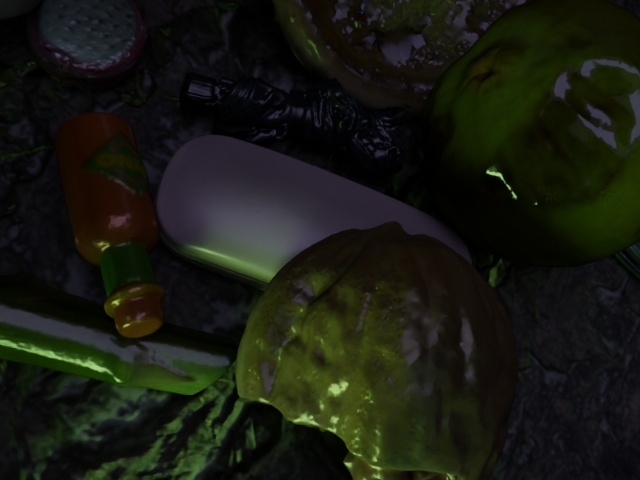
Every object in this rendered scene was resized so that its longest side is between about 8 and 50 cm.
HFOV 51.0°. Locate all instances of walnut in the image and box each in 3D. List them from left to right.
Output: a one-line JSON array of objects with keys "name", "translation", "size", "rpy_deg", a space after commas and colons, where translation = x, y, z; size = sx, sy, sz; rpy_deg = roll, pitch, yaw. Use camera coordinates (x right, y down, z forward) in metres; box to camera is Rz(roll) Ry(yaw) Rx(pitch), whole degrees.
[{"name": "walnut", "translation": [0.067, 0.101, 0.510], "size": [0.238, 0.141, 0.204], "rpy_deg": [45, 85, -14]}]

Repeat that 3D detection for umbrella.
[{"name": "umbrella", "translation": [-0.020, -0.121, 0.637], "size": [0.224, 0.071, 0.080], "rpy_deg": [11, 63, -15]}]

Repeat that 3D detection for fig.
[{"name": "fig", "translation": [0.230, -0.086, 0.631], "size": [0.271, 0.239, 0.239], "rpy_deg": [25, 62, -38]}]

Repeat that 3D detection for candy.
[{"name": "candy", "translation": [-0.210, -0.186, 0.605], "size": [0.103, 0.043, 0.103], "rpy_deg": [6, 72, -17]}]

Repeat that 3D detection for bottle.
[{"name": "bottle", "translation": [-0.160, -0.012, 0.526], "size": [0.069, 0.069, 0.187], "rpy_deg": [-11, 62, -23]}]

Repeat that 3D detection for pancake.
[{"name": "pancake", "translation": [0.092, -0.299, 0.685], "size": [0.356, 0.065, 0.356], "rpy_deg": [-3, 98, -19]}]

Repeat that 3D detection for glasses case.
[{"name": "glasses case", "translation": [0.000, 0.000, 0.599], "size": [0.297, 0.075, 0.113], "rpy_deg": [21, 67, -13]}]

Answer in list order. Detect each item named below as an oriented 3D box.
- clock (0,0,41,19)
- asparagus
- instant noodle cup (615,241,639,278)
[{"name": "clock", "translation": [-0.261, -0.355, 0.588], "size": [0.295, 0.113, 0.322], "rpy_deg": [45, 54, 10]}, {"name": "asparagus", "translation": [-0.201, 0.070, 0.513], "size": [0.278, 0.060, 0.067], "rpy_deg": [18, 49, -14]}, {"name": "instant noodle cup", "translation": [0.449, -0.080, 0.732], "size": [0.302, 0.181, 0.258], "rpy_deg": [19, 65, -14]}]
